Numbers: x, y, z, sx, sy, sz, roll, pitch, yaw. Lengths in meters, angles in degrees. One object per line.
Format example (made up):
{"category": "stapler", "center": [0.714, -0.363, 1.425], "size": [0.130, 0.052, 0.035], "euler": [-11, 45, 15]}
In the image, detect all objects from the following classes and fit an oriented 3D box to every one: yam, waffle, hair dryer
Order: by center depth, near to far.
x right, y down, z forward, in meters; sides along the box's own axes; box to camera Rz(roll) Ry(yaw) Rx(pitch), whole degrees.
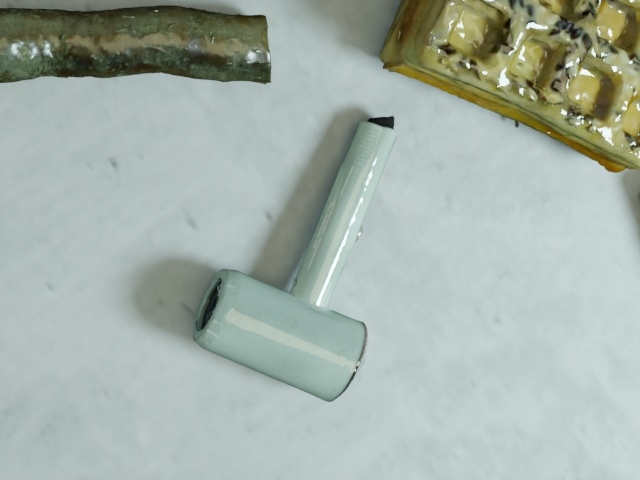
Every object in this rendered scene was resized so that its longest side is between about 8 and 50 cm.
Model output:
{"category": "yam", "center": [-0.156, -0.150, 0.946], "size": [0.252, 0.061, 0.061], "euler": [-2, 99, -17]}
{"category": "hair dryer", "center": [0.000, 0.000, 1.010], "size": [0.131, 0.073, 0.237], "euler": [25, 88, -17]}
{"category": "waffle", "center": [0.233, -0.266, 1.017], "size": [0.260, 0.114, 0.376], "euler": [21, 92, -20]}
